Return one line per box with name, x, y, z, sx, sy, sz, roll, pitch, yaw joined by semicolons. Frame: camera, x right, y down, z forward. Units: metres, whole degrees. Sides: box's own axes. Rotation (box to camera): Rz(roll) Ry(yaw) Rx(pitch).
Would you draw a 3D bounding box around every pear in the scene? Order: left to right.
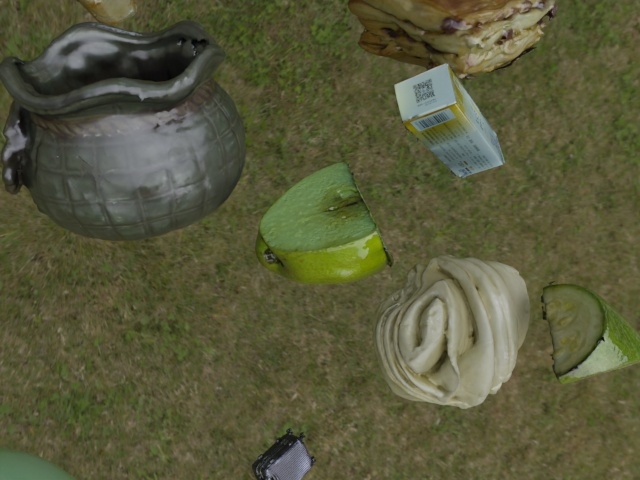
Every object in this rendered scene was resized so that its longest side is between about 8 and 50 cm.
pear;0.000;0.000;1.237;0.292;0.292;0.159;-34;132;-18

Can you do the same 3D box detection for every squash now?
squash;0.488;0.197;1.007;0.288;0.111;0.203;42;36;-26

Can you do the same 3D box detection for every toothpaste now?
toothpaste;0.213;-0.173;0.963;0.312;0.089;0.071;20;55;-61

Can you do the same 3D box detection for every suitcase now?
suitcase;-0.074;0.451;1.231;0.126;0.059;0.086;-34;107;-39

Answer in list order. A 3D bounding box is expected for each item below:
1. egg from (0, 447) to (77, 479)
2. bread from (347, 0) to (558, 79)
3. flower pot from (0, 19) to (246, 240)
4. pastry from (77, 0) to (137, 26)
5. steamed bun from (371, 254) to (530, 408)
egg;-0.348;0.334;0.635;0.269;0.220;0.221;9;88;18
bread;0.219;-0.400;1.092;0.277;0.324;0.167;-33;147;-29
flower pot;-0.251;-0.144;0.770;0.301;0.302;0.213;-16;126;-21
pastry;-0.439;-0.496;1.164;0.093;0.182;0.192;-39;108;-1
steamed bun;0.239;0.174;1.105;0.289;0.203;0.276;-10;102;7
